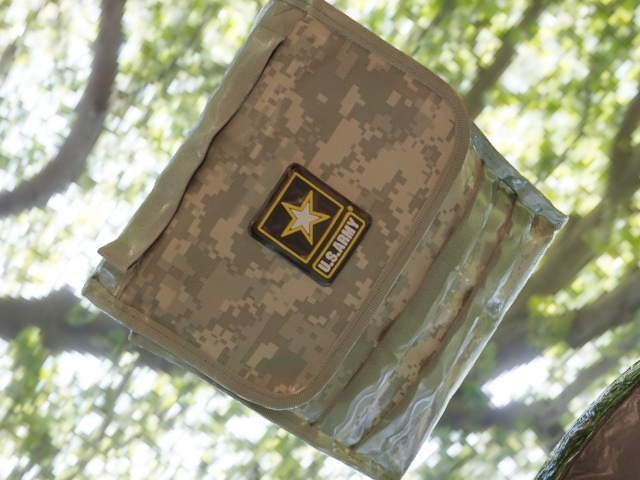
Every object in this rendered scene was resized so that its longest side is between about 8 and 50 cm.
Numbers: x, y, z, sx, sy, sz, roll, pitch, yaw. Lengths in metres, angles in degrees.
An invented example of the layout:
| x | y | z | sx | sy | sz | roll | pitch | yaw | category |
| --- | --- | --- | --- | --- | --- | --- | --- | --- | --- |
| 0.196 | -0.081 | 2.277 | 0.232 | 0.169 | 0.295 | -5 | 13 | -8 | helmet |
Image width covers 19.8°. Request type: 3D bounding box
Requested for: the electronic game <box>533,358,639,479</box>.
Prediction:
| x | y | z | sx | sy | sz | roll | pitch | yaw | category |
| --- | --- | --- | --- | --- | --- | --- | --- | --- | --- |
| 0.130 | 0.131 | 0.508 | 0.229 | 0.048 | 0.229 | -1 | -87 | -32 | electronic game |

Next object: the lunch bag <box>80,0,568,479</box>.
| x | y | z | sx | sy | sz | roll | pitch | yaw | category |
| --- | --- | --- | --- | --- | --- | --- | --- | --- | --- |
| 0.000 | 0.000 | 1.181 | 0.169 | 0.235 | 0.287 | 30 | 175 | 38 | lunch bag |
